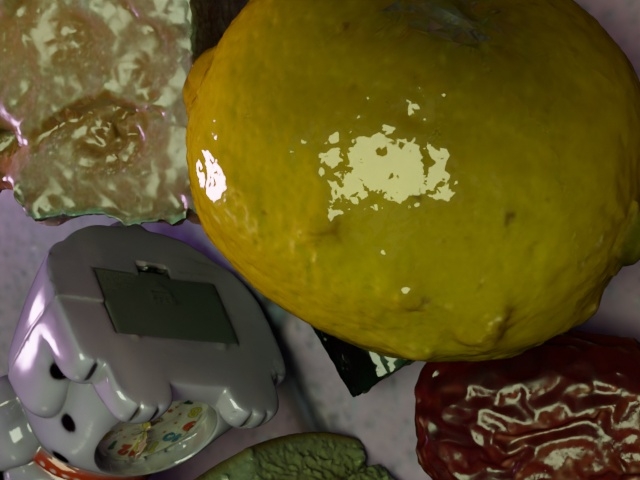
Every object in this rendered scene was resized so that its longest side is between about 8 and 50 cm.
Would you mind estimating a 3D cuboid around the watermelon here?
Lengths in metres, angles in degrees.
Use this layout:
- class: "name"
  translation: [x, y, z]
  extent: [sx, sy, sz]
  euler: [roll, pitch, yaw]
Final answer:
- class: "watermelon"
  translation: [-0.171, -0.155, 1.108]
  extent: [0.264, 0.151, 0.302]
  euler: [-6, 96, 24]

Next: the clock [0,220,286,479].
- class: "clock"
  translation: [-0.168, 0.133, 1.129]
  extent: [0.189, 0.189, 0.254]
  euler: [45, 117, 14]

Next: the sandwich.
- class: "sandwich"
  translation: [-0.063, 0.215, 1.073]
  extent: [0.258, 0.096, 0.094]
  euler: [-35, 63, -8]

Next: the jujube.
- class: "jujube"
  translation: [0.146, 0.114, 1.014]
  extent: [0.176, 0.109, 0.112]
  euler: [-3, 137, 20]

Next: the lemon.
- class: "lemon"
  translation: [0.058, -0.053, 0.959]
  extent: [0.284, 0.260, 0.260]
  euler: [-3, 94, 16]

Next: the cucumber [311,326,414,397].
- class: "cucumber"
  translation: [-0.002, 0.001, 1.093]
  extent: [0.078, 0.062, 0.211]
  euler: [-35, 81, 23]
